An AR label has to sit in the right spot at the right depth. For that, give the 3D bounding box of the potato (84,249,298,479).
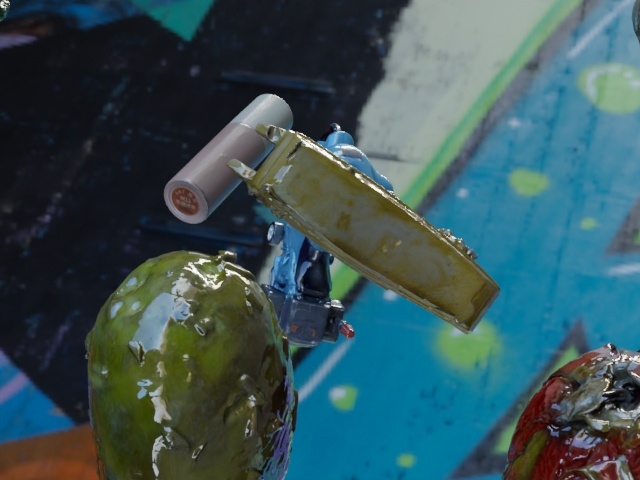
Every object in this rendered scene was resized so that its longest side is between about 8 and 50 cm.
[{"bbox_3d":[-0.086,0.138,0.868,0.176,0.141,0.298,-53,-31,-39],"label":"potato"}]

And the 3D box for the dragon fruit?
[{"bbox_3d":[0.314,0.247,1.176,0.342,0.277,0.277,52,-140,-25],"label":"dragon fruit"}]

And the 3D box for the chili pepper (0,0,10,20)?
[{"bbox_3d":[-0.367,-0.196,1.077,0.050,0.182,0.073,-52,-36,-77],"label":"chili pepper"}]

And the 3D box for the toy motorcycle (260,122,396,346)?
[{"bbox_3d":[0.000,0.000,1.391,0.182,0.123,0.272,-151,74,-72],"label":"toy motorcycle"}]

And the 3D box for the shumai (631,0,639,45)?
[{"bbox_3d":[0.332,-0.118,0.753,0.225,0.260,0.222,-11,-92,-64],"label":"shumai"}]

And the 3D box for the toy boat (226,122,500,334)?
[{"bbox_3d":[0.046,-0.014,1.239,0.089,0.310,0.115,-57,5,-6],"label":"toy boat"}]

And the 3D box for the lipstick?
[{"bbox_3d":[-0.123,-0.118,1.662,0.254,0.070,0.070,-51,-33,-47],"label":"lipstick"}]
